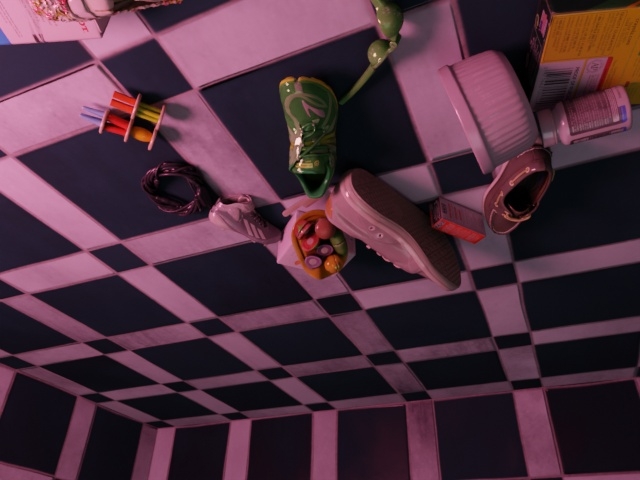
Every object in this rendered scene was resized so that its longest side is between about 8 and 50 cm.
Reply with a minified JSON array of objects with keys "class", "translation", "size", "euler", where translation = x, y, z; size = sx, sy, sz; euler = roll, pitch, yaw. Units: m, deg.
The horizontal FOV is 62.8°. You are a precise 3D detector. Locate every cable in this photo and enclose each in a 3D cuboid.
[{"class":"cable","translation":[-0.346,-0.125,1.242],"size":[0.150,0.047,0.184],"euler":[-1,148,13]}]

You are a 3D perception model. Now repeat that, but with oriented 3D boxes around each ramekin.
[{"class":"ramekin","translation":[0.297,-0.231,0.923],"size":[0.109,0.207,0.207],"euler":[-24,139,19]}]

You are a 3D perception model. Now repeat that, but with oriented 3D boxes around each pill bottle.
[{"class":"pill bottle","translation":[0.446,-0.208,0.895],"size":[0.137,0.078,0.078],"euler":[-12,143,22]}]

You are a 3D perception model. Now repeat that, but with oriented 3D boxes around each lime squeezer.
[{"class":"lime squeezer","translation":[0.083,-0.343,0.893],"size":[0.110,0.059,0.310],"euler":[0,146,2]}]

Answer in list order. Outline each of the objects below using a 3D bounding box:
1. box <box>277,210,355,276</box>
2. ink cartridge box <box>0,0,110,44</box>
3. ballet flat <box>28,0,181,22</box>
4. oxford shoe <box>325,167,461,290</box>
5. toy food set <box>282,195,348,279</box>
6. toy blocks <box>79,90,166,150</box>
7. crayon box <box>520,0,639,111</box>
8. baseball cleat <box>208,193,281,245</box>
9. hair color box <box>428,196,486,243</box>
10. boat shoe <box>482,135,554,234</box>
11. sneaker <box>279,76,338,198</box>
[{"class":"box","translation":[-0.011,0.012,1.377],"size":[0.170,0.091,0.130],"euler":[16,143,-20]},{"class":"ink cartridge box","translation":[-0.452,-0.394,0.812],"size":[0.203,0.086,0.148],"euler":[-2,145,4]},{"class":"ballet flat","translation":[-0.294,-0.368,0.760],"size":[0.241,0.077,0.091],"euler":[-26,144,-19]},{"class":"oxford shoe","translation":[0.184,-0.010,1.278],"size":[0.449,0.169,0.130],"euler":[34,131,-28]},{"class":"toy food set","translation":[0.000,0.000,1.256],"size":[0.128,0.071,0.218],"euler":[-26,111,-8]},{"class":"toy blocks","translation":[-0.396,-0.251,1.045],"size":[0.148,0.054,0.123],"euler":[18,143,-22]},{"class":"crayon box","translation":[0.514,-0.320,0.864],"size":[0.318,0.081,0.202],"euler":[-2,146,7]},{"class":"baseball cleat","translation":[-0.171,-0.052,1.311],"size":[0.206,0.072,0.109],"euler":[15,129,-34]},{"class":"hair color box","translation":[0.338,-0.049,1.294],"size":[0.141,0.072,0.043],"euler":[20,141,-23]},{"class":"boat shoe","translation":[0.446,-0.100,1.197],"size":[0.109,0.091,0.305],"euler":[1,145,0]},{"class":"sneaker","translation":[-0.014,-0.197,1.046],"size":[0.109,0.124,0.295],"euler":[-4,144,9]}]
